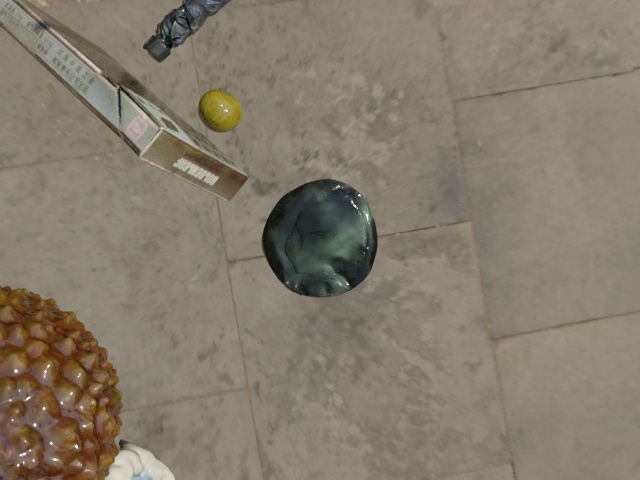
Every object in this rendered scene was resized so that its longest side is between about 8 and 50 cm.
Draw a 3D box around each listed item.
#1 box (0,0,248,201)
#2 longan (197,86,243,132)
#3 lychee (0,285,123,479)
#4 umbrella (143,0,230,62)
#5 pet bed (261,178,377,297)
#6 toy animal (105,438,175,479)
[{"bbox_3d":[-0.240,-0.172,1.020,0.325,0.180,0.047,40,96,28],"label":"box"},{"bbox_3d":[-0.162,-0.215,1.403,0.075,0.075,0.083,7,60,-7],"label":"longan"},{"bbox_3d":[-0.301,0.168,0.746,0.268,0.267,0.267,0,90,-7],"label":"lychee"},{"bbox_3d":[-0.185,-0.365,1.324,0.224,0.080,0.071,-46,67,1],"label":"umbrella"},{"bbox_3d":[0.000,0.000,1.408,0.201,0.053,0.201,0,90,-5],"label":"pet bed"},{"bbox_3d":[-0.296,0.376,1.113,0.208,0.156,0.204,-22,129,11],"label":"toy animal"}]
